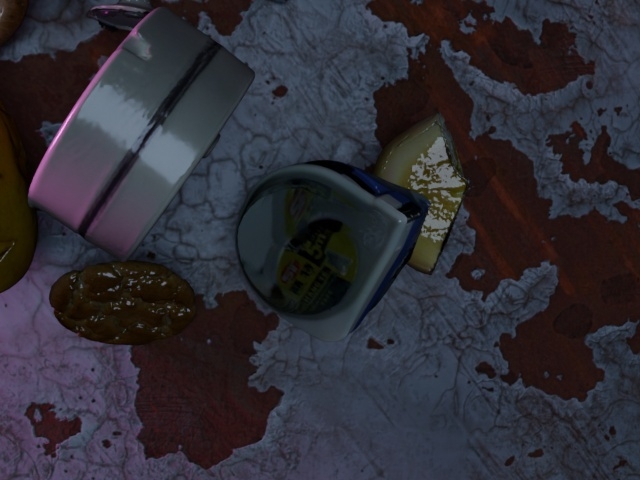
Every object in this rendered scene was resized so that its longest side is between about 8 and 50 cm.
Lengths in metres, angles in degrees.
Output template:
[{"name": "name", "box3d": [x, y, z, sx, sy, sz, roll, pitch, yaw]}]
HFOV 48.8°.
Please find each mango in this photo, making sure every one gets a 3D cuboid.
[{"name": "mango", "box3d": [-0.509, -0.097, 0.983, 0.182, 0.253, 0.364, -13, 102, -14]}]

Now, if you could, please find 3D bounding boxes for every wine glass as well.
[{"name": "wine glass", "box3d": [-0.263, -0.473, 1.054, 0.143, 0.143, 0.321, 6, 95, -12]}]

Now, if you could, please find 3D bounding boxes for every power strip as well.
[{"name": "power strip", "box3d": [-0.249, -0.141, 1.001, 0.161, 0.357, 0.357, 34, 89, -13]}]

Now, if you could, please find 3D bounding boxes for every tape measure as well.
[{"name": "tape measure", "box3d": [0.001, 0.001, 1.104, 0.262, 0.138, 0.259, 31, 112, 9]}]

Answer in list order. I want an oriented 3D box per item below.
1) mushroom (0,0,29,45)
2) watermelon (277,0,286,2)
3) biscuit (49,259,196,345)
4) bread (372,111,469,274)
[{"name": "mushroom", "box3d": [-0.559, -0.378, 1.003, 0.278, 0.146, 0.278, -4, 107, -12]}, {"name": "watermelon", "box3d": [-0.073, -0.433, 1.131, 0.092, 0.072, 0.084, -29, 83, -2]}, {"name": "biscuit", "box3d": [-0.301, 0.102, 1.090, 0.226, 0.226, 0.042, 1, 52, -11]}, {"name": "bread", "box3d": [0.161, -0.088, 1.180, 0.156, 0.158, 0.260, 21, 105, 5]}]
